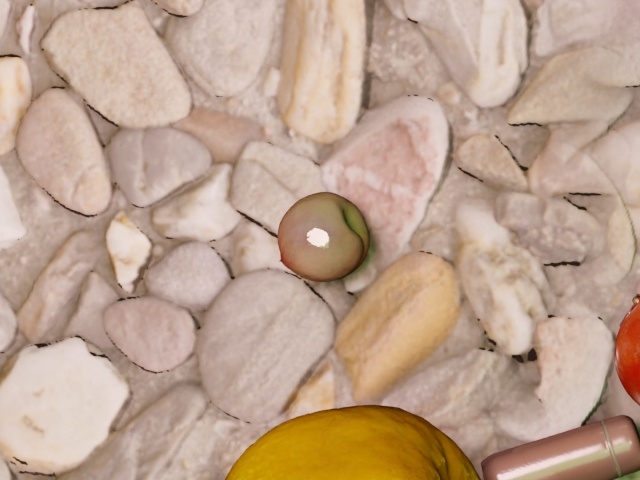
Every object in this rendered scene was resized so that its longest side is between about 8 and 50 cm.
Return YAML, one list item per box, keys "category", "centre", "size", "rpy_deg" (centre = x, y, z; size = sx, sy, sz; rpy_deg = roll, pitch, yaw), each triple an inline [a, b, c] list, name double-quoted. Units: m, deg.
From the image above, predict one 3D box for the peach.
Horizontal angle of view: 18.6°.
- category: "peach"
  centre: [0.001, -0.001, 1.735]
  size: [0.083, 0.083, 0.083]
  rpy_deg: [0, 90, 9]

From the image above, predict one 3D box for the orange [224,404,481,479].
- category: "orange"
  centre: [0.033, 0.274, 1.635]
  size: [0.235, 0.279, 0.279]
  rpy_deg: [-30, 86, 22]

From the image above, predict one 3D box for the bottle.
- category: "bottle"
  centre: [0.213, 0.196, 1.715]
  size: [0.140, 0.053, 0.053]
  rpy_deg: [-18, 88, 9]

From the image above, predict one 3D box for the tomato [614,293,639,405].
- category: "tomato"
  centre: [0.325, 0.077, 1.667]
  size: [0.139, 0.091, 0.159]
  rpy_deg: [36, 84, 18]
